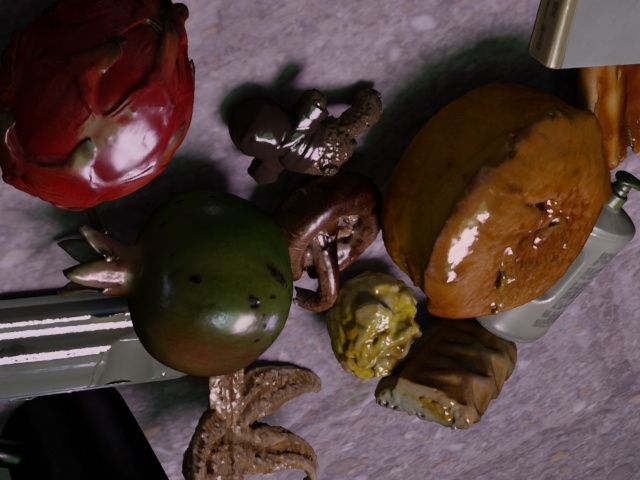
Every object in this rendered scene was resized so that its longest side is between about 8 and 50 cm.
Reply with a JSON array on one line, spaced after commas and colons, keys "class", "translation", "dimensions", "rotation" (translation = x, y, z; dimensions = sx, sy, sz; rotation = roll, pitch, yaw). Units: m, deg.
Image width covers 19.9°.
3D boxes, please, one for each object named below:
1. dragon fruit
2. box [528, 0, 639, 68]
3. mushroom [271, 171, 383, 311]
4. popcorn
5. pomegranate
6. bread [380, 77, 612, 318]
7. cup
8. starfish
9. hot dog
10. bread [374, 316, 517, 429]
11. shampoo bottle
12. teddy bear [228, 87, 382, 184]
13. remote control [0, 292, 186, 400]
[{"class": "dragon fruit", "translation": [-0.191, -0.116, 1.502], "dimensions": [0.172, 0.172, 0.209], "rotation": [17, 125, -46]}, {"class": "box", "translation": [0.309, -0.291, 1.687], "dimensions": [0.210, 0.045, 0.270], "rotation": [-8, 124, -28]}, {"class": "mushroom", "translation": [-0.001, -0.001, 1.848], "dimensions": [0.135, 0.080, 0.171], "rotation": [-9, 129, -34]}, {"class": "popcorn", "translation": [0.064, 0.092, 1.999], "dimensions": [0.106, 0.116, 0.121], "rotation": [-11, 101, -37]}, {"class": "pomegranate", "translation": [-0.138, 0.035, 1.738], "dimensions": [0.224, 0.181, 0.181], "rotation": [9, 134, -16]}, {"class": "bread", "translation": [0.178, -0.043, 1.836], "dimensions": [0.268, 0.145, 0.268], "rotation": [-34, 146, -27]}, {"class": "cup", "translation": [-0.264, 0.247, 1.902], "dimensions": [0.166, 0.177, 0.239], "rotation": [-39, 145, 15]}, {"class": "starfish", "translation": [-0.081, 0.206, 1.966], "dimensions": [0.375, 0.094, 0.327], "rotation": [-52, 143, -54]}, {"class": "hot dog", "translation": [0.302, -0.162, 1.878], "dimensions": [0.100, 0.068, 0.249], "rotation": [-34, 149, -12]}, {"class": "bread", "translation": [0.145, 0.141, 2.062], "dimensions": [0.232, 0.128, 0.088], "rotation": [-35, 128, -64]}, {"class": "shampoo bottle", "translation": [0.276, 0.009, 2.060], "dimensions": [0.118, 0.087, 0.234], "rotation": [13, 127, -40]}, {"class": "teddy bear", "translation": [-0.012, -0.094, 1.733], "dimensions": [0.160, 0.078, 0.119], "rotation": [0, 140, -37]}, {"class": "remote control", "translation": [-0.260, 0.111, 1.829], "dimensions": [0.335, 0.065, 0.128], "rotation": [-5, 137, -31]}]
